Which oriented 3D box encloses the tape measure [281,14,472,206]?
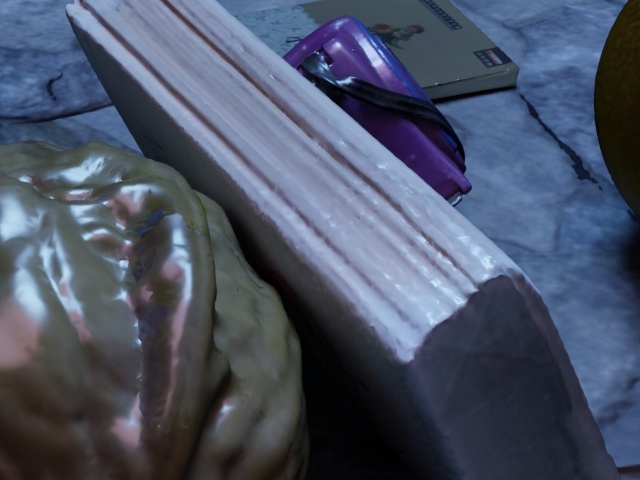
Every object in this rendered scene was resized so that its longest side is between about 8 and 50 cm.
[{"bbox_3d":[0.024,-0.058,0.907,0.074,0.118,0.125,-38,1,4],"label":"tape measure"}]

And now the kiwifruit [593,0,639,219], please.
[{"bbox_3d":[0.252,-0.057,0.853,0.196,0.196,0.234,-19,43,-26],"label":"kiwifruit"}]

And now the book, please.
[{"bbox_3d":[0.007,-0.117,1.093,0.199,0.016,0.138,-13,36,-19],"label":"book"}]

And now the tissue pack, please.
[{"bbox_3d":[0.000,0.000,0.781,0.071,0.170,0.325,-38,43,-8],"label":"tissue pack"}]

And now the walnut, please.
[{"bbox_3d":[-0.102,0.061,0.678,0.198,0.198,0.245,-8,32,-12],"label":"walnut"}]
